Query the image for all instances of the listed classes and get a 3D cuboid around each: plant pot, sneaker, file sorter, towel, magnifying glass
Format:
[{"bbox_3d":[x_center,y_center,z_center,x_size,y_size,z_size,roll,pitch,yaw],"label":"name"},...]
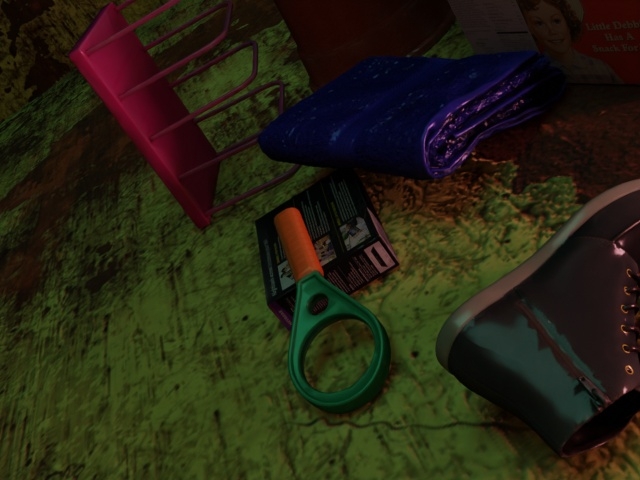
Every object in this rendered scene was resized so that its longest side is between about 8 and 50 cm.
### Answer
[{"bbox_3d":[0.030,-0.408,1.130,0.272,0.265,0.272,-27,31,18],"label":"plant pot"},{"bbox_3d":[0.199,0.051,0.507,0.222,0.083,0.118,-36,47,-14],"label":"sneaker"},{"bbox_3d":[-0.165,-0.212,1.035,0.182,0.291,0.202,-25,31,13],"label":"file sorter"},{"bbox_3d":[0.088,-0.154,0.848,0.227,0.076,0.308,-32,25,-28],"label":"towel"},{"bbox_3d":[-0.002,0.055,0.683,0.092,0.026,0.231,-32,49,10],"label":"magnifying glass"}]

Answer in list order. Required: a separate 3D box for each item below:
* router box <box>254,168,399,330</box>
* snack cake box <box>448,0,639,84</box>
[{"bbox_3d":[0.000,0.000,0.799,0.133,0.046,0.179,-31,30,10],"label":"router box"},{"bbox_3d":[0.262,-0.248,0.772,0.089,0.152,0.264,-45,31,-15],"label":"snack cake box"}]
